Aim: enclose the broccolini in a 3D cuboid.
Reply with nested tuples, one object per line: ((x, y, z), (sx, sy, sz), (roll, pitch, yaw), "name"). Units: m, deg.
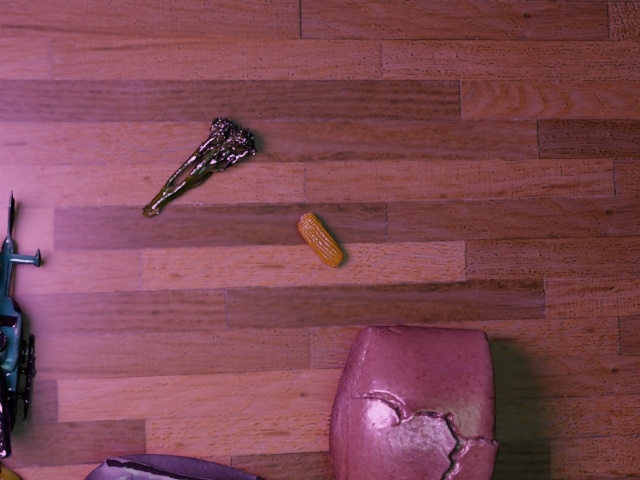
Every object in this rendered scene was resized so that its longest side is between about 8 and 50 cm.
((-0.186, -0.105, 1.925), (0.201, 0.058, 0.074), (-39, 81, 6), "broccolini")

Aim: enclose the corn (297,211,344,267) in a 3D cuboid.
((0.000, 0.000, 1.952), (0.037, 0.037, 0.092), (-41, 98, -10), "corn")

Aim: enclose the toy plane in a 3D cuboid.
((-0.446, 0.123, 1.808), (0.106, 0.155, 0.382), (6, 70, -10), "toy plane")

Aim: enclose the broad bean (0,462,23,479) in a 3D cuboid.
((-0.427, 0.438, 1.844), (0.075, 0.067, 0.325), (-12, 88, -41), "broad bean")

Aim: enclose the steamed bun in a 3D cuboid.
((0.146, 0.275, 1.885), (0.251, 0.199, 0.301), (4, 88, -10), "steamed bun")

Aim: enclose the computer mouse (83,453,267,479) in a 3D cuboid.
((-0.178, 0.415, 1.863), (0.374, 0.114, 0.203), (23, 81, -17), "computer mouse")
